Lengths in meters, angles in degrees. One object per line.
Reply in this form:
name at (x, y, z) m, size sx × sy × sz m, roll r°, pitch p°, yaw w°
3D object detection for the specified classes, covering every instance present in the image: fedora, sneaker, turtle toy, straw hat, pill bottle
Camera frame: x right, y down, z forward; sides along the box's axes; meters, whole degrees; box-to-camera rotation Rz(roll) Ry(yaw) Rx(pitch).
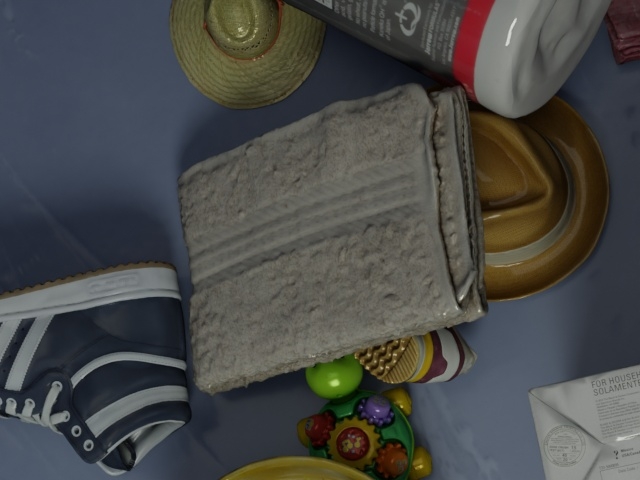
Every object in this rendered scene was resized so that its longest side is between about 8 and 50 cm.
fedora at (0.125, -0.046, 1.372) m, size 0.194 × 0.079 × 0.194 m, roll -2°, pitch 80°, yaw 11°
sneaker at (-0.236, 0.122, 1.407) m, size 0.282 × 0.099 × 0.153 m, roll -15°, pitch 76°, yaw 6°
turtle toy at (0.025, 0.143, 1.366) m, size 0.095 × 0.066 × 0.130 m, roll -20°, pitch 77°, yaw 8°
sneaker at (0.045, 0.047, 1.385) m, size 0.185 × 0.084 × 0.069 m, roll 52°, pitch 122°, yaw 37°
straw hat at (-0.065, -0.183, 1.445) m, size 0.144 × 0.061 × 0.144 m, roll -2°, pitch 80°, yaw 12°
pill bottle at (0.056, -0.237, 1.363) m, size 0.318 × 0.176 × 0.176 m, roll 31°, pitch 87°, yaw 22°

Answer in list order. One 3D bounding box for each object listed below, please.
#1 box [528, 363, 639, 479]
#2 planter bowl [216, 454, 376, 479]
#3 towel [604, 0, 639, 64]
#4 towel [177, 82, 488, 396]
box at (0.241, 0.140, 1.207) m, size 0.169 × 0.290 × 0.087 m, roll -14°, pitch 76°, yaw 11°
planter bowl at (-0.006, 0.267, 1.333) m, size 0.217 × 0.090 × 0.217 m, roll -1°, pitch 87°, yaw 14°
towel at (0.302, -0.322, 1.407) m, size 0.237 × 0.037 × 0.329 m, roll -16°, pitch 77°, yaw 8°
towel at (0.000, 0.000, 1.340) m, size 0.282 × 0.049 × 0.187 m, roll -20°, pitch 66°, yaw 37°
